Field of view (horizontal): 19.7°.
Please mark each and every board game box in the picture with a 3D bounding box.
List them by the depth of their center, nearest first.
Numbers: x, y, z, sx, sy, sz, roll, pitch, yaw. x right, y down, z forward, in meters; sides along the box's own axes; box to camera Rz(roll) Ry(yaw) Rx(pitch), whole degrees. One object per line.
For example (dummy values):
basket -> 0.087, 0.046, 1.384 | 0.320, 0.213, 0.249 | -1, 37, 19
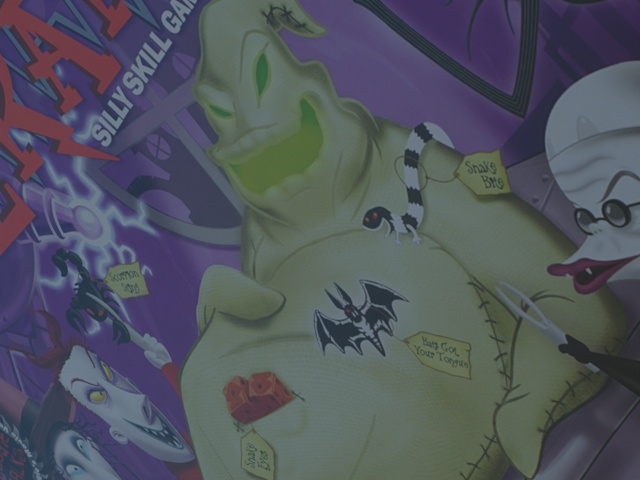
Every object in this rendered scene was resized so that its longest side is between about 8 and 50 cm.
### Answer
board game box -> 0.000, 0.000, 0.444 | 0.056, 0.208, 0.347 | -36, -6, -40
